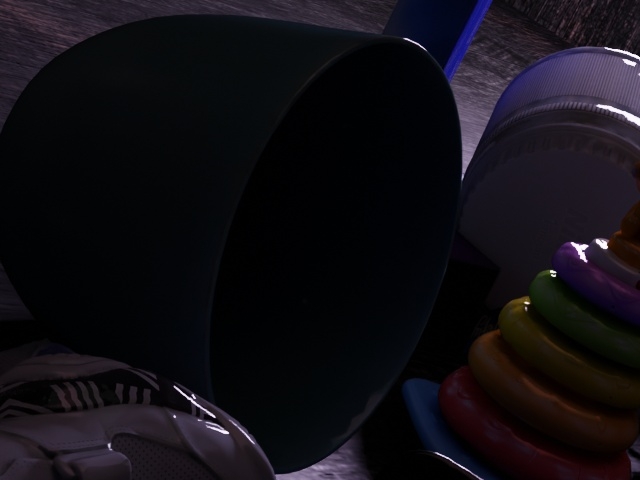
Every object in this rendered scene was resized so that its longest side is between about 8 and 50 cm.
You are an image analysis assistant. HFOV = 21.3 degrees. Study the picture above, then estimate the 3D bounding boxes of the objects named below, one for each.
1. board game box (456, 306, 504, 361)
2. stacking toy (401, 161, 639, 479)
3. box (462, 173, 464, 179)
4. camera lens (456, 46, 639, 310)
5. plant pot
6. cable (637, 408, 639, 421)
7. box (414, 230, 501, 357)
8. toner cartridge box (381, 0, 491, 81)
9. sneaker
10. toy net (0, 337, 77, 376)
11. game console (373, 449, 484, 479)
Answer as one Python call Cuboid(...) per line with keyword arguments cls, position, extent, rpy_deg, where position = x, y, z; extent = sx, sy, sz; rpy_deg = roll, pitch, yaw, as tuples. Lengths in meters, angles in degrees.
Cuboid(cls="board game box", position=(0.253, 0.091, 1.476), extent=(0.165, 0.042, 0.243), rpy_deg=(19, -19, -25))
Cuboid(cls="stacking toy", position=(0.206, 0.062, 1.272), extent=(0.175, 0.302, 0.166), rpy_deg=(22, 17, -20))
Cuboid(cls="box", position=(0.182, -0.009, 1.852), extent=(0.126, 0.072, 0.137), rpy_deg=(21, 18, -18))
Cuboid(cls="camera lens", position=(0.254, -0.051, 1.658), extent=(0.219, 0.219, 0.274), rpy_deg=(28, 30, 2))
Cuboid(cls="plant pot", position=(-0.078, -0.019, 1.148), extent=(0.235, 0.293, 0.293), rpy_deg=(18, 10, 30))
Cuboid(cls="cable", position=(0.386, 0.242, 1.487), extent=(0.139, 0.072, 0.287), rpy_deg=(21, 28, -48))
Cuboid(cls="box", position=(0.000, 0.000, 1.501), extent=(0.261, 0.103, 0.184), rpy_deg=(13, 19, -40))
Cuboid(cls="toner cartridge box", position=(0.137, -0.260, 1.736), extent=(0.075, 0.348, 0.165), rpy_deg=(29, 16, 7))
Cuboid(cls="sneaker", position=(-0.155, 0.153, 0.752), extent=(0.366, 0.137, 0.210), rpy_deg=(9, 24, -33))
Cuboid(cls="toy net", position=(-0.148, 0.114, 1.023), extent=(0.122, 0.045, 0.232), rpy_deg=(21, 18, -20))
Cuboid(cls="game console", position=(0.090, 0.257, 0.761), extent=(0.293, 0.250, 0.173), rpy_deg=(31, -10, 12))
